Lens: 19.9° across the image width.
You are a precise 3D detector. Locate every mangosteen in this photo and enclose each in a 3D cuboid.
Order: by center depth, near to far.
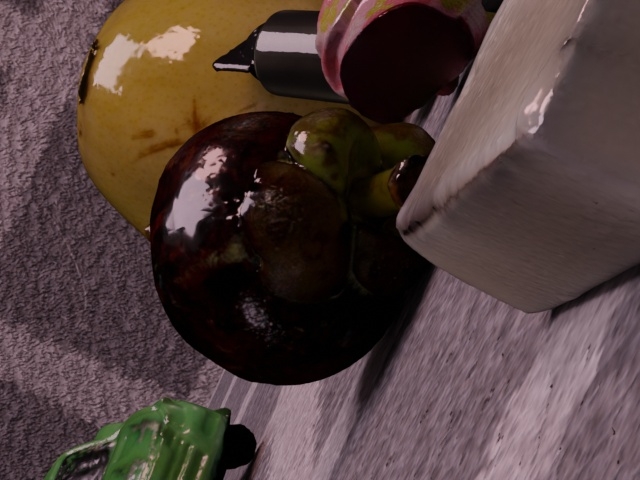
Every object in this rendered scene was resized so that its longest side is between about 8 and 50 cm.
[{"bbox_3d":[-0.008,-0.001,1.057,0.184,0.172,0.172,-20,0,6],"label":"mangosteen"}]

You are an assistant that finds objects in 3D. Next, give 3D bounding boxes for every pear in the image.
[{"bbox_3d":[-0.079,-0.118,1.741,0.309,0.309,0.309,-156,90,-87],"label":"pear"}]

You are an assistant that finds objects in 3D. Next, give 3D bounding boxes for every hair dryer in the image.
[{"bbox_3d":[0.052,-0.199,1.576,0.248,0.196,0.078,-41,-53,-38],"label":"hair dryer"}]

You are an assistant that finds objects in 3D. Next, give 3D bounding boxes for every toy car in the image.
[{"bbox_3d":[-0.193,0.272,1.674,0.358,0.176,0.213,121,172,-59],"label":"toy car"}]

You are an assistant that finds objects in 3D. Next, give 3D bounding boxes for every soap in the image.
[{"bbox_3d":[0.085,-0.051,0.563,0.183,0.064,0.121,131,164,-77],"label":"soap"}]

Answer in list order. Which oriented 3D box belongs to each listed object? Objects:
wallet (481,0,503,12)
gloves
[{"bbox_3d":[0.141,-0.202,0.976,0.250,0.044,0.149,138,152,-81],"label":"wallet"},{"bbox_3d":[0.069,-0.172,1.269,0.241,0.126,0.145,-87,16,-60],"label":"gloves"}]
